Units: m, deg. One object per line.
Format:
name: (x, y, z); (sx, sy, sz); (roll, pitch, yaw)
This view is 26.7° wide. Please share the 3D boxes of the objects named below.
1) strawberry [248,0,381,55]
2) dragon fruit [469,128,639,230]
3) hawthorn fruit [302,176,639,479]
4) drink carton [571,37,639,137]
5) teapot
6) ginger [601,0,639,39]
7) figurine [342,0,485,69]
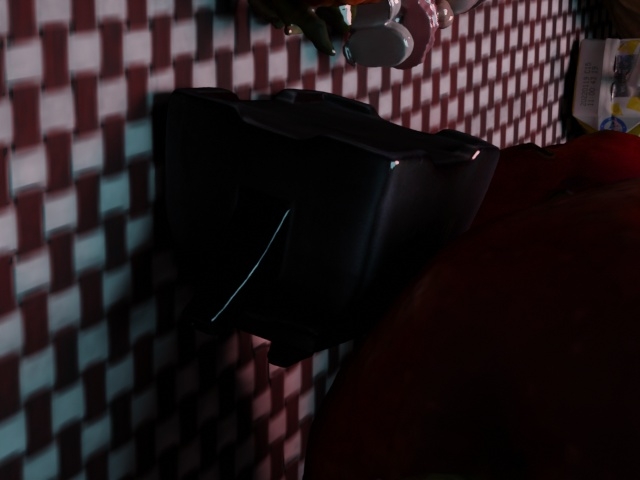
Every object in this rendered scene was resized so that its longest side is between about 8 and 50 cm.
strawberry: (0.025, -0.189, 0.475); (0.175, 0.107, 0.236); (-39, 130, -60)
dragon fruit: (0.139, 0.035, 0.703); (0.274, 0.192, 0.193); (-66, 146, -61)
hawthorn fruit: (0.088, 0.080, 0.453); (0.266, 0.230, 0.210); (15, 56, -46)
drink carton: (0.235, -0.107, 1.042); (0.200, 0.074, 0.084); (42, 56, -62)
teapot: (0.000, 0.000, 0.499); (0.177, 0.087, 0.096); (-15, 121, -65)
ginger: (0.283, -0.209, 1.028); (0.354, 0.190, 0.126); (58, 31, -75)
figurine: (0.040, -0.124, 0.609); (0.129, 0.054, 0.072); (-46, 122, -46)
